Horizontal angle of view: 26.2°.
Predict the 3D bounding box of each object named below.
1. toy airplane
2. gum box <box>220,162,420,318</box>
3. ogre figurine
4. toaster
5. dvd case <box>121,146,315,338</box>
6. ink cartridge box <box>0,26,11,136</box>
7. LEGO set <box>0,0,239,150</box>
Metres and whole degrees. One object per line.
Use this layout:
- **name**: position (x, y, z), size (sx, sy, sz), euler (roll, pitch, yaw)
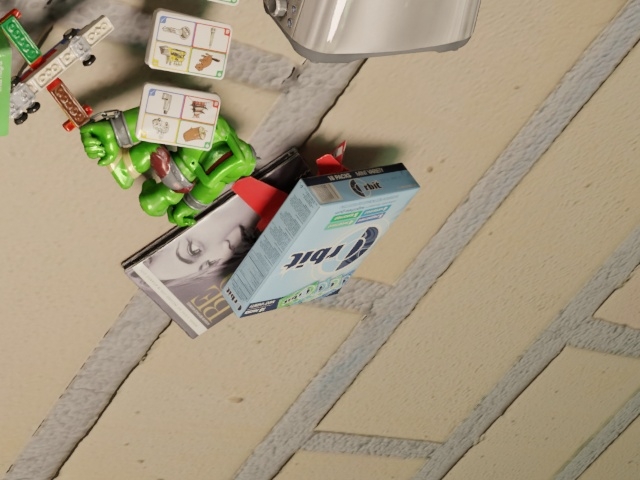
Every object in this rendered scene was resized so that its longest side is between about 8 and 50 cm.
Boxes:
- **toy airplane**: position (-0.020, -0.045, 1.440), size (0.151, 0.028, 0.151), euler (-20, 142, -17)
- **gum box**: position (0.000, 0.000, 1.461), size (0.157, 0.041, 0.184), euler (-12, 149, -46)
- **ogre figurine**: position (-0.132, -0.079, 1.298), size (0.118, 0.097, 0.197), euler (-26, 131, 10)
- **toaster**: position (0.064, -0.250, 1.217), size (0.227, 0.129, 0.146), euler (-9, 135, -26)
- **dvd case**: position (-0.086, 0.008, 1.490), size (0.221, 0.018, 0.164), euler (-34, 143, 2)
- **ink cartridge box**: position (-0.353, -0.140, 1.026), size (0.208, 0.153, 0.087), euler (-11, 138, -26)
- **LEGO set**: position (-0.191, -0.181, 1.166), size (0.244, 0.060, 0.183), euler (5, 100, -35)
